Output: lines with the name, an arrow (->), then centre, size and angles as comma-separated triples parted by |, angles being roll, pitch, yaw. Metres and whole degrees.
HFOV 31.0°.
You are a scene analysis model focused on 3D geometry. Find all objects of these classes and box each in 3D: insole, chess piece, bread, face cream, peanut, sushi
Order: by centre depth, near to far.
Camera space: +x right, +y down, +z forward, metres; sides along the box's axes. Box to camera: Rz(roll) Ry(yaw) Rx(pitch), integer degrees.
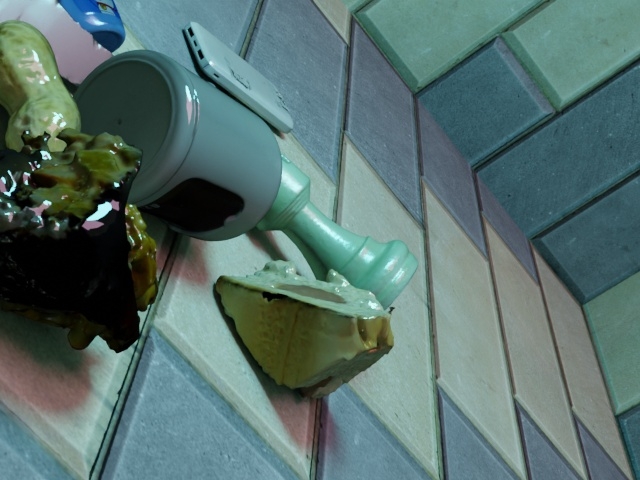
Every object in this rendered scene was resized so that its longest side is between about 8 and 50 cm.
sushi -> -0.268, 0.004, 1.239 | 0.213, 0.204, 0.200 | 23, 42, 15
peanut -> -0.361, -0.179, 1.438 | 0.103, 0.098, 0.229 | -15, 64, -27
insole -> -0.373, -0.286, 1.629 | 0.328, 0.007, 0.111 | 40, 59, -32
bread -> 0.001, 0.103, 1.676 | 0.183, 0.211, 0.224 | -9, 71, -62
face cream -> -0.392, -0.402, 1.755 | 0.264, 0.083, 0.149 | 60, 24, 15
chess piece -> 0.000, 0.000, 1.928 | 0.299, 0.194, 0.194 | 45, 19, -4

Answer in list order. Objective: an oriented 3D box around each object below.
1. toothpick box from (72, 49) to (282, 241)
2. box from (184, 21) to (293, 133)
toothpick box -> -0.183, -0.126, 1.600 | 0.316, 0.229, 0.229 | 25, 35, -59
box -> -0.156, -0.318, 2.268 | 0.285, 0.044, 0.142 | 33, 26, -48
